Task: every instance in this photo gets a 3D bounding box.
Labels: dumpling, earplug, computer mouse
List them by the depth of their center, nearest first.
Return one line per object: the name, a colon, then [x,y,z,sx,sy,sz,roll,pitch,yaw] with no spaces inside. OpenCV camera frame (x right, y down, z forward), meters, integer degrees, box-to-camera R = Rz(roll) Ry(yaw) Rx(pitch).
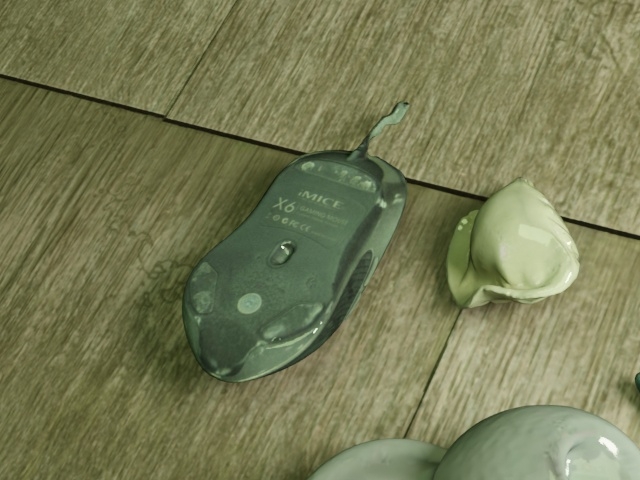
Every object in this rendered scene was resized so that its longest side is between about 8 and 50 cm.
earplug: [0.119,0.243,0.903,0.325,0.175,0.214,-22,59,19]
dumpling: [0.179,0.016,1.072,0.134,0.100,0.169,-36,52,13]
computer mouse: [0.000,0.000,1.151,0.167,0.090,0.379,23,64,29]

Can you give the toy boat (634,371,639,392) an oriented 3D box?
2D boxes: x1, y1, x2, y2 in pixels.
toy boat: [0.384,0.127,0.945,0.207,0.079,0.134,27,68,32]
